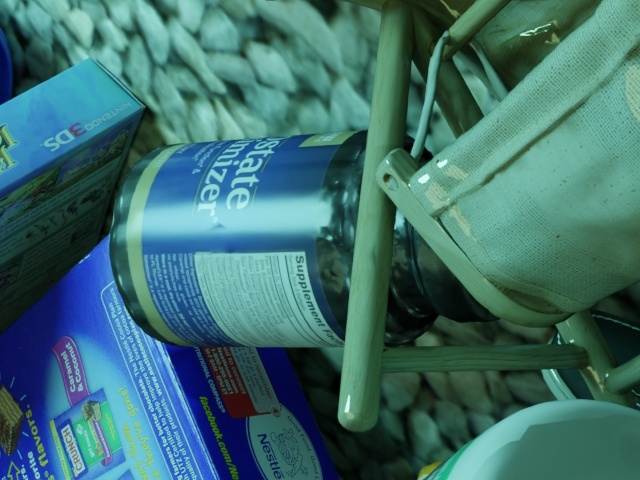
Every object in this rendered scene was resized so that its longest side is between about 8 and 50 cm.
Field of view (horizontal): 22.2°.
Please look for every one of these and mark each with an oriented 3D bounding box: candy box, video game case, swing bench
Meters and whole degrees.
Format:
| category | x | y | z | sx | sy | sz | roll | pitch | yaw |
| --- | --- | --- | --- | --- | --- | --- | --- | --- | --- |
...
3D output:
| category | x | y | z | sx | sy | sz | roll | pitch | yaw |
| --- | --- | --- | --- | --- | --- | --- | --- | --- | --- |
| candy box | -0.143 | 0.183 | 1.094 | 0.317 | 0.122 | 0.268 | -37 | 67 | 34 |
| video game case | -0.257 | 0.023 | 1.096 | 0.061 | 0.269 | 0.244 | 44 | 141 | 13 |
| swing bench | 0.112 | -0.077 | 0.709 | 0.253 | 0.165 | 0.254 | -41 | 54 | 53 |

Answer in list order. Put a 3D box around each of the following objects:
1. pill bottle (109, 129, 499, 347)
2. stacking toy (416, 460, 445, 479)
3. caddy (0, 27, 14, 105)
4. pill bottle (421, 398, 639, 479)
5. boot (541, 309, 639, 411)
| category | x | y | z | sx | sy | sz | roll | pitch | yaw |
| --- | --- | --- | --- | --- | --- | --- | --- | --- | --- |
| pill bottle | 0.000 | 0.000 | 0.920 | 0.219 | 0.123 | 0.123 | -2 | 117 | 32 |
| stacking toy | 0.156 | 0.226 | 0.948 | 0.302 | 0.166 | 0.175 | 40 | 141 | 35 |
| caddy | -0.340 | -0.052 | 1.153 | 0.179 | 0.241 | 0.341 | 40 | 141 | 23 |
| pill bottle | 0.055 | 0.242 | 0.802 | 0.204 | 0.204 | 0.361 | 49 | 135 | 6 |
| boot | 0.228 | 0.054 | 0.780 | 0.236 | 0.085 | 0.178 | 32 | 133 | 25 |
